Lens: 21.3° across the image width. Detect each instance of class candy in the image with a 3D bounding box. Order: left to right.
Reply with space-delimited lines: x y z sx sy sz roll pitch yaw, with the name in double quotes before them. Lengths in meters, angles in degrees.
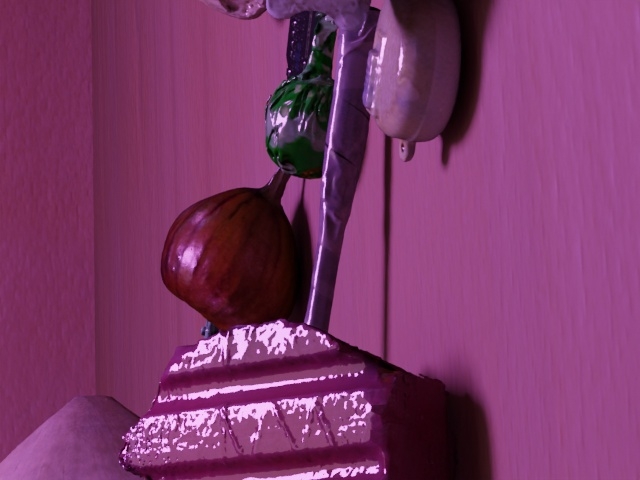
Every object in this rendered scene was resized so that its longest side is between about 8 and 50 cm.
"candy" 0.010 -0.217 1.598 0.097 0.097 0.323 -144 63 -72

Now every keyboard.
"keyboard" -0.009 -0.276 1.761 0.106 0.016 0.262 -117 31 -61

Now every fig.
"fig" -0.095 0.007 1.811 0.148 0.149 0.202 125 148 -75

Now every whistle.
"whistle" 0.077 -0.187 1.329 0.126 0.067 0.258 -122 39 -70

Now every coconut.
"coconut" -0.274 0.393 2.092 0.415 0.344 0.415 178 90 -76

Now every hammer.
"hammer" 0.000 0.000 1.505 0.044 0.152 0.427 174 103 -85

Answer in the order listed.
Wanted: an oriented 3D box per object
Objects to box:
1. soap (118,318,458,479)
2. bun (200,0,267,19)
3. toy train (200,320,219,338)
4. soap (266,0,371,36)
"soap" -0.033 0.162 1.361 0.289 0.112 0.182 -12 66 34
"bun" -0.106 -0.362 1.909 0.220 0.134 0.220 -175 90 -76
"toy train" -0.097 0.061 1.985 0.099 0.070 0.172 -90 11 -49
"soap" 0.022 -0.290 1.345 0.261 0.094 0.150 -75 -3 -55
